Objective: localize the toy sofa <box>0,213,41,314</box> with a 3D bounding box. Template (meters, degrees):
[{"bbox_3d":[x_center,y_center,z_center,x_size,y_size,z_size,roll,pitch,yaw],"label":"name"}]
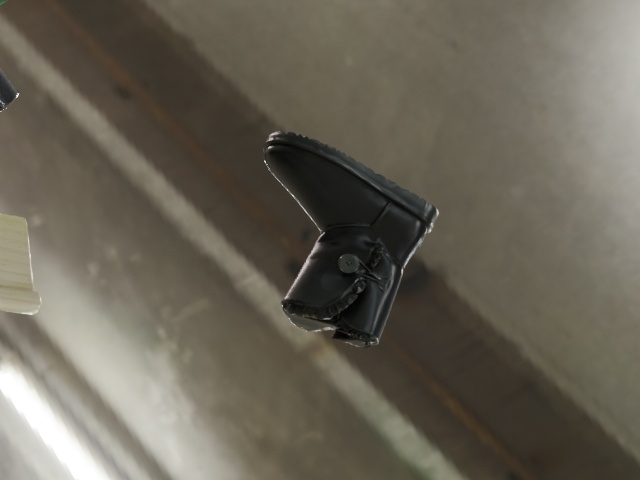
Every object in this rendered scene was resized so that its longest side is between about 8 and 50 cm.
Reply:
[{"bbox_3d":[-0.497,0.095,1.956,0.362,0.150,0.177,-22,-111,37],"label":"toy sofa"}]

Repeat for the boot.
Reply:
[{"bbox_3d":[0.000,0.000,2.089,0.246,0.207,0.094,28,-19,4],"label":"boot"}]

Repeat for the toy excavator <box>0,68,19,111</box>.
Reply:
[{"bbox_3d":[-0.588,-0.135,2.033,0.222,0.445,0.433,54,-29,-17],"label":"toy excavator"}]

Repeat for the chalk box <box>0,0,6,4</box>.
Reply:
[{"bbox_3d":[-0.480,-0.299,1.848,0.289,0.179,0.180,-7,-72,54],"label":"chalk box"}]
